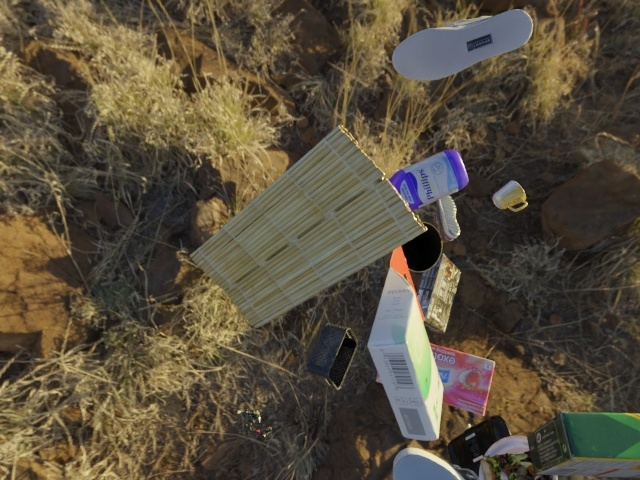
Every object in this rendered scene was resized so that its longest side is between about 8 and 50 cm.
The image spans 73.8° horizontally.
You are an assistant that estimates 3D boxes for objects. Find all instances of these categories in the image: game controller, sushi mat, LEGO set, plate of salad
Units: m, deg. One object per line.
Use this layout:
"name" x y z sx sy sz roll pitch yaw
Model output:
"game controller" 0.526 0.702 1.404 0.067 0.319 0.166 13 46 -14
"sushi mat" -0.035 0.004 0.549 0.151 0.317 0.019 52 34 -6
"LEGO set" -0.142 0.387 0.919 0.054 0.023 0.083 -35 99 20
"plate of salad" 0.482 0.581 1.063 0.048 0.200 0.199 44 69 -21

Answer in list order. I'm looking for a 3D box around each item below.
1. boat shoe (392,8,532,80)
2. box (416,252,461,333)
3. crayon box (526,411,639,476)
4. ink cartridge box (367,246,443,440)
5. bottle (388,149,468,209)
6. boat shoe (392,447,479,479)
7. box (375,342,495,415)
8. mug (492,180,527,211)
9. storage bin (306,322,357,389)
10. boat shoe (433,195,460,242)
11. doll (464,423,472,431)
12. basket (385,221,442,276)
"boat shoe" 0.271 -0.390 0.850 0.268 0.088 0.096 -19 111 7
"box" 0.516 0.235 1.894 0.077 0.242 0.307 8 73 40
"crayon box" 0.595 0.394 0.809 0.323 0.203 0.083 0 55 6
"ink cartridge box" 0.135 0.126 0.600 0.056 0.180 0.224 -6 32 27
"bottle" 0.250 -0.144 1.161 0.283 0.092 0.118 -23 100 3
"boat shoe" 0.258 0.474 0.784 0.306 0.105 0.113 34 102 0
"box" 0.327 0.380 1.237 0.300 0.142 0.154 14 79 16
"mug" 0.487 -0.112 1.102 0.064 0.078 0.062 -31 105 2
"storage bin" 0.041 0.377 1.398 0.084 0.122 0.180 6 52 30
"boat shoe" 0.394 -0.075 1.373 0.066 0.066 0.183 18 51 -17
"doll" 0.640 0.765 1.599 0.189 0.129 0.046 23 74 47
"basket" 0.342 0.061 1.630 0.154 0.227 0.204 29 68 2
